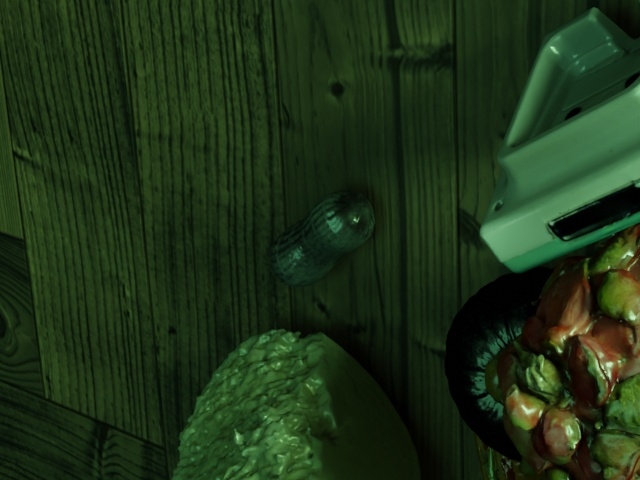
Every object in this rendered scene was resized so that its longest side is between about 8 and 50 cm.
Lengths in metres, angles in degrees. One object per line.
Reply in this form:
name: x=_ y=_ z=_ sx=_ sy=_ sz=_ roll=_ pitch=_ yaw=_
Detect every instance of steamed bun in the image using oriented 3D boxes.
steamed bun: x=-0.036 y=0.246 z=1.882 sx=0.290 sy=0.273 sz=0.272 roll=-32 pitch=43 yaw=44

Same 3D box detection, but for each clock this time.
clock: x=0.260 y=-0.115 z=1.402 sx=0.116 sy=0.231 sz=0.262 roll=44 pitch=139 yaw=-15

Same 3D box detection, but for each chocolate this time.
chocolate: x=0.000 y=0.000 z=1.829 sx=0.167 sy=0.072 sz=0.072 roll=-39 pitch=81 yaw=44

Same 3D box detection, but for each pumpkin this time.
pumpkin: x=0.221 y=0.124 z=1.624 sx=0.202 sy=0.140 sz=0.202 roll=3 pitch=100 yaw=21

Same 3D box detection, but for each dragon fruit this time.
dragon fruit: x=0.276 y=0.116 z=1.422 sx=0.263 sy=0.296 sz=0.314 roll=-8 pitch=74 yaw=4

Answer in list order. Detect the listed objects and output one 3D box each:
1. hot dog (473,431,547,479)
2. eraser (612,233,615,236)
hot dog: x=0.212 y=0.247 z=1.752 sx=0.092 sy=0.062 sz=0.235 roll=0 pitch=110 yaw=40
eraser: x=0.320 y=-0.063 z=1.532 sx=0.150 sy=0.023 sz=0.103 roll=-25 pitch=91 yaw=47
